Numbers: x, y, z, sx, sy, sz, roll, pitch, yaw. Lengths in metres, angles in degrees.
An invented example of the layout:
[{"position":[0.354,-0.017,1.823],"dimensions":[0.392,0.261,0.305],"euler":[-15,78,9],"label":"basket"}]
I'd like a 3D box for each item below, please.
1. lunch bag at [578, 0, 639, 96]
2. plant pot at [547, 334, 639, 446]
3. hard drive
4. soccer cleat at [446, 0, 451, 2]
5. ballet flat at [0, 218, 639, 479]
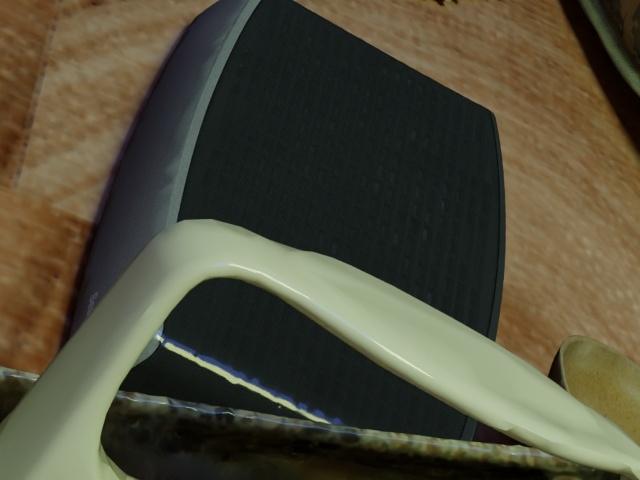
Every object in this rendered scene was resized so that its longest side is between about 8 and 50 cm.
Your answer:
[{"position":[0.298,-0.101,0.931],"dimensions":[0.235,0.169,0.287],"euler":[7,44,-34],"label":"lunch bag"},{"position":[0.161,0.137,0.640],"dimensions":[0.236,0.032,0.236],"euler":[44,17,-17],"label":"plant pot"},{"position":[0.000,0.000,0.685],"dimensions":[0.172,0.054,0.255],"euler":[28,40,-13],"label":"hard drive"},{"position":[0.076,-0.152,0.917],"dimensions":[0.083,0.029,0.035],"euler":[-9,50,-47],"label":"soccer cleat"},{"position":[-0.074,0.068,0.412],"dimensions":[0.482,0.182,0.164],"euler":[10,33,-19],"label":"ballet flat"}]
